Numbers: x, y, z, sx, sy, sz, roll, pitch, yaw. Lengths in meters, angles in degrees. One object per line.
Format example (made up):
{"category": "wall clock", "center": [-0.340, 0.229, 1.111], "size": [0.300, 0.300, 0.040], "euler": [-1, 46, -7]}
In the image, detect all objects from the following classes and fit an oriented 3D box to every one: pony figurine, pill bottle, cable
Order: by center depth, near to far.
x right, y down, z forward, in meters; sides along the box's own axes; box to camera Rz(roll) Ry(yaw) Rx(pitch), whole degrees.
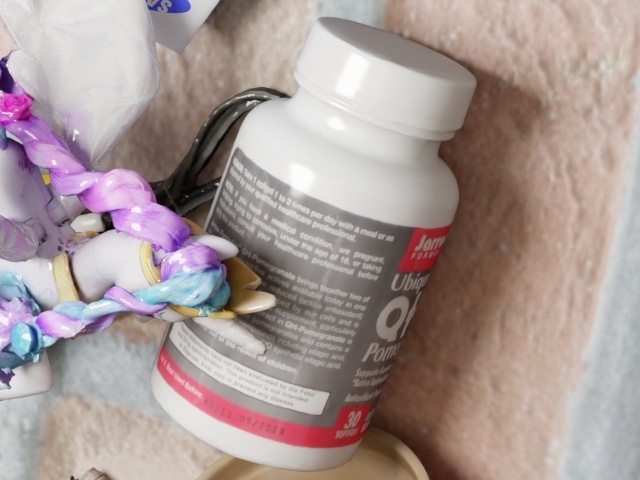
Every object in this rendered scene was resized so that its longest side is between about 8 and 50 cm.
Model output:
{"category": "pony figurine", "center": [-0.230, -0.038, 1.347], "size": [0.363, 0.303, 0.351], "euler": [-14, 114, 40]}
{"category": "pill bottle", "center": [0.000, 0.000, 1.405], "size": [0.176, 0.176, 0.318], "euler": [25, 107, 11]}
{"category": "cable", "center": [-0.143, -0.021, 1.498], "size": [0.287, 0.072, 0.139], "euler": [-21, 90, 21]}

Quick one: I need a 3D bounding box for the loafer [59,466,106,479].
{"category": "loafer", "center": [-0.237, 0.232, 1.594], "size": [0.125, 0.045, 0.039], "euler": [-44, 79, 22]}

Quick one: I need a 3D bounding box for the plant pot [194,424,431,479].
{"category": "plant pot", "center": [-0.006, 0.266, 1.463], "size": [0.237, 0.237, 0.110], "euler": [-11, 131, 19]}

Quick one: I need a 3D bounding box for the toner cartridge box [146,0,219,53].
{"category": "toner cartridge box", "center": [-0.209, -0.291, 1.367], "size": [0.348, 0.075, 0.165], "euler": [26, 123, -21]}
